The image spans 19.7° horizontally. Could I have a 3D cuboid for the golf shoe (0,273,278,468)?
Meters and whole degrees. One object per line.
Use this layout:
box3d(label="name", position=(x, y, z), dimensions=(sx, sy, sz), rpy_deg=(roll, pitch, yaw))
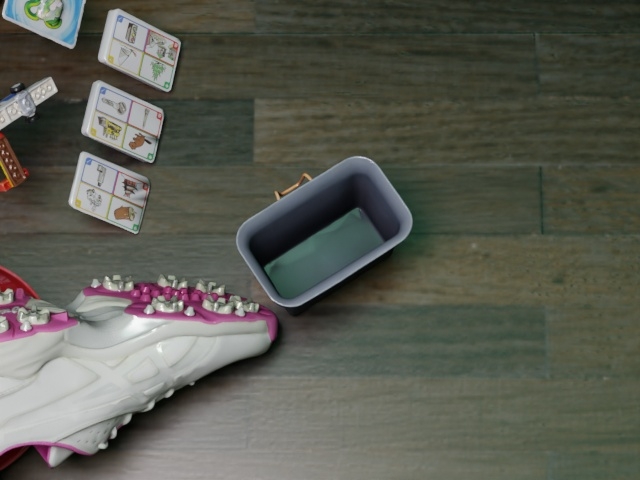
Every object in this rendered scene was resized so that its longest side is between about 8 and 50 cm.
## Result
box3d(label="golf shoe", position=(-0.175, 0.105, 1.483), dimensions=(0.306, 0.115, 0.140), rpy_deg=(-4, 106, -31))

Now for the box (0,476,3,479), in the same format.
box3d(label="box", position=(-0.303, 0.261, 1.464), dimensions=(0.162, 0.116, 0.029), rpy_deg=(-31, 31, -7))

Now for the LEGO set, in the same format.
box3d(label="LEGO set", position=(-0.238, -0.125, 1.545), dimensions=(0.060, 0.244, 0.182), rpy_deg=(-2, 72, 45))

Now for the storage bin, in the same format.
box3d(label="storage bin", position=(0.000, 0.000, 1.541), dimensions=(0.135, 0.091, 0.098), rpy_deg=(-32, 75, -9))

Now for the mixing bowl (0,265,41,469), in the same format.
box3d(label="mixing bowl", position=(-0.313, 0.100, 1.495), dimensions=(0.181, 0.098, 0.181), rpy_deg=(-4, 96, -37))
